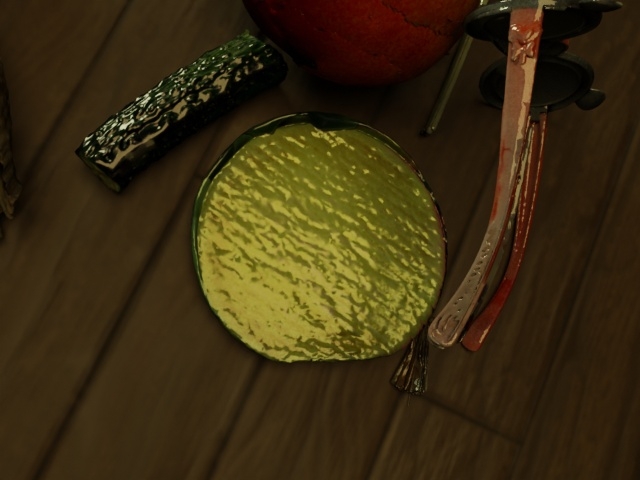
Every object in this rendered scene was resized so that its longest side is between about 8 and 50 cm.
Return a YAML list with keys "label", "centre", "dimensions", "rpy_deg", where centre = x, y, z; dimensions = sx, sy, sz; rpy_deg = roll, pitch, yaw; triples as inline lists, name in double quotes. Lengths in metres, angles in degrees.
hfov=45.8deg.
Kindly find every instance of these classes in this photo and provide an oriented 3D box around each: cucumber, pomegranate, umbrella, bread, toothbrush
- label: "cucumber"
  centre: [-0.115, -0.110, 0.633]
  dimensions: [0.187, 0.058, 0.058]
  rpy_deg: [-37, 90, -17]
- label: "pomegranate"
  centre: [0.043, -0.229, 0.622]
  dimensions: [0.235, 0.210, 0.210]
  rpy_deg: [1, 78, -41]
- label: "umbrella"
  centre: [0.084, 0.103, 0.660]
  dimensions: [0.031, 0.020, 0.083]
  rpy_deg: [7, 75, 28]
- label: "bread"
  centre: [0.000, 0.000, 0.651]
  dimensions: [0.228, 0.033, 0.229]
  rpy_deg: [3, 78, -14]
- label: "toothbrush"
  centre: [0.156, -0.225, 0.731]
  dimensions: [0.028, 0.026, 0.294]
  rpy_deg: [30, 75, -7]

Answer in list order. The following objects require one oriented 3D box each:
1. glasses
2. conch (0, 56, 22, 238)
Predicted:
- label: "glasses"
  centre: [0.168, -0.041, 0.608]
  dimensions: [0.117, 0.234, 0.269]
  rpy_deg: [4, 83, 16]
- label: "conch"
  centre: [-0.296, -0.102, 0.535]
  dimensions: [0.163, 0.178, 0.245]
  rpy_deg: [-43, 115, -26]
